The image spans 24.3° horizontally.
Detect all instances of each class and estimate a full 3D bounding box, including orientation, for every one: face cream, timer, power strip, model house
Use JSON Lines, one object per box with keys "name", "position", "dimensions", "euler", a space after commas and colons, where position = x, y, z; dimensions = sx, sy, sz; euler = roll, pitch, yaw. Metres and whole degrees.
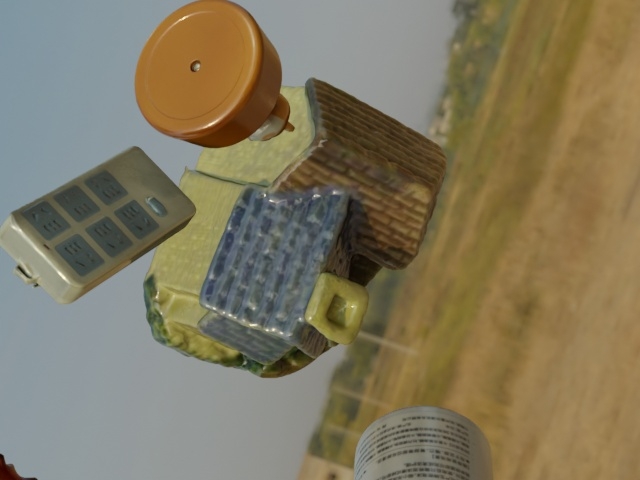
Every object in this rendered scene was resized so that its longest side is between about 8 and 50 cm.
{"name": "face cream", "position": [0.099, 0.333, 1.418], "dimensions": [0.369, 0.145, 0.145], "euler": [-85, 9, -52]}
{"name": "timer", "position": [-0.075, -0.131, 1.359], "dimensions": [0.152, 0.132, 0.132], "euler": [32, -105, -57]}
{"name": "power strip", "position": [-0.175, -0.014, 1.191], "dimensions": [0.035, 0.081, 0.192], "euler": [-49, -7, 36]}
{"name": "model house", "position": [0.000, 0.000, 1.569], "dimensions": [0.266, 0.261, 0.321], "euler": [5, 71, 61]}

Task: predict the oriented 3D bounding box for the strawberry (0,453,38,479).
{"name": "strawberry", "position": [-0.386, 0.335, 1.546], "dimensions": [0.149, 0.336, 0.265], "euler": [-41, -3, 21]}
